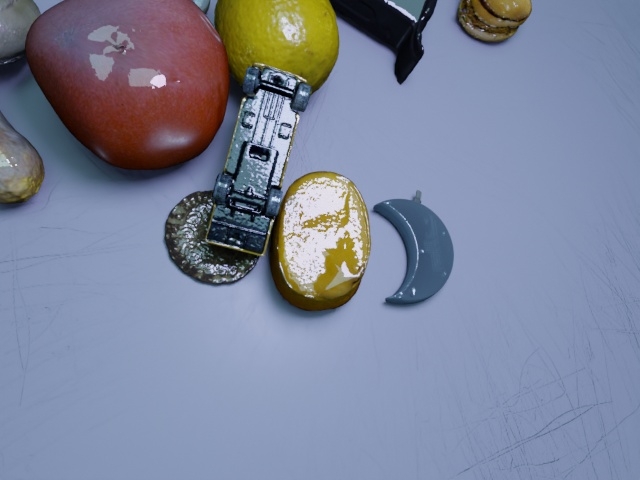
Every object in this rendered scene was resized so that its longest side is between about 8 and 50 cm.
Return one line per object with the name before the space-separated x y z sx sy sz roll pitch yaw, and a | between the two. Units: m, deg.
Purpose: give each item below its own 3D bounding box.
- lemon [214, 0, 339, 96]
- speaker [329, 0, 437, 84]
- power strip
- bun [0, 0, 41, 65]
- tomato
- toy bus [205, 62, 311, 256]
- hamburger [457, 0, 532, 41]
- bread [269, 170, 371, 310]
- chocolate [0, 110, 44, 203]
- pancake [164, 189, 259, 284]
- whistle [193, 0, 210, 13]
lemon | -0.090 -0.429 0.956 0.246 0.245 0.319 -18 83 -19
speaker | 0.095 -0.569 1.085 0.389 0.180 0.184 32 73 -3
power strip | 0.199 0.009 0.994 0.168 0.054 0.253 2 73 -16
bun | -0.637 -0.423 0.842 0.239 0.141 0.239 14 41 -12
tomato | -0.321 -0.300 0.827 0.342 0.273 0.340 0 82 -1
toy bus | -0.117 -0.145 0.863 0.121 0.123 0.335 15 86 -10
hamburger | 0.453 -0.618 1.220 0.182 0.118 0.190 19 73 -12
bread | 0.000 0.000 0.897 0.196 0.142 0.269 3 75 -4
chocolate | -0.606 -0.192 0.809 0.134 0.134 0.309 -39 85 -22
pancake | -0.205 -0.009 0.914 0.200 0.021 0.199 4 72 -13
whistle | -0.326 -0.503 1.024 0.104 0.057 0.198 39 76 -6
